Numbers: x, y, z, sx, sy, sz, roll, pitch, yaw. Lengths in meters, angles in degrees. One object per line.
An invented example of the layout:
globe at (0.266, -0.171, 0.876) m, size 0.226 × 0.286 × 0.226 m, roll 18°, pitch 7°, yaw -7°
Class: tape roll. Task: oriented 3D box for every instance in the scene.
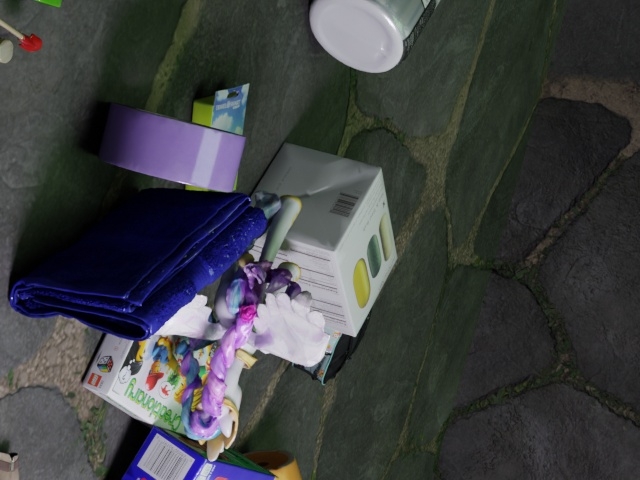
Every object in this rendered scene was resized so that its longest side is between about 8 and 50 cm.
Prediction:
tape roll at (-0.200, -0.126, 1.655) m, size 0.189 × 0.189 × 0.080 m, roll 2°, pitch 103°, yaw -67°

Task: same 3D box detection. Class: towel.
towel at (-0.237, 0.013, 1.624) m, size 0.308 × 0.228 × 0.076 m, roll -44°, pitch 137°, yaw -50°

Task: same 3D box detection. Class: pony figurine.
pony figurine at (-0.119, 0.106, 1.814) m, size 0.351 × 0.303 × 0.363 m, roll 93°, pitch 11°, yaw -53°

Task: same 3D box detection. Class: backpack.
backpack at (0.019, 0.161, 2.408) m, size 0.166 × 0.144 × 0.188 m, roll -42°, pitch 165°, yaw -49°

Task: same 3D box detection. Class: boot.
boot at (-0.441, 0.319, 1.609) m, size 0.118 × 0.042 × 0.087 m, roll 19°, pitch 81°, yaw -69°

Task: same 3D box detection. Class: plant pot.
plant pot at (-0.103, 0.510, 2.343) m, size 0.205 × 0.205 × 0.188 m, roll -22°, pitch 111°, yaw -62°

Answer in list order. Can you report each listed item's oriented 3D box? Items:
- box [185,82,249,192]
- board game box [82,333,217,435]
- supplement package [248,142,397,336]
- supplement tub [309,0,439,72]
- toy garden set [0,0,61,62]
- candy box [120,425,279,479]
box at (-0.162, -0.157, 1.913) m, size 0.109 × 0.042 × 0.178 m, roll -29°, pitch 131°, yaw -60°
board game box at (-0.253, 0.190, 1.931) m, size 0.193 × 0.053 × 0.305 m, roll -66°, pitch 157°, yaw -15°
supplement package at (0.000, 0.000, 2.195) m, size 0.199 × 0.198 × 0.262 m, roll -60°, pitch 154°, yaw -30°
supplement tub at (0.127, -0.468, 2.173) m, size 0.316 × 0.194 × 0.193 m, roll -61°, pitch 154°, yaw -30°
toy garden set at (-0.373, -0.285, 1.335) m, size 0.244 × 0.049 × 0.203 m, roll 0°, pitch 104°, yaw -68°
candy box at (-0.234, 0.463, 2.020) m, size 0.268 × 0.122 × 0.317 m, roll -59°, pitch 157°, yaw -3°
